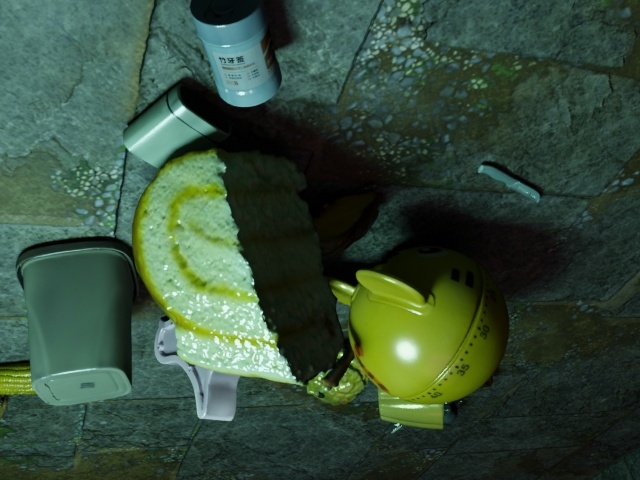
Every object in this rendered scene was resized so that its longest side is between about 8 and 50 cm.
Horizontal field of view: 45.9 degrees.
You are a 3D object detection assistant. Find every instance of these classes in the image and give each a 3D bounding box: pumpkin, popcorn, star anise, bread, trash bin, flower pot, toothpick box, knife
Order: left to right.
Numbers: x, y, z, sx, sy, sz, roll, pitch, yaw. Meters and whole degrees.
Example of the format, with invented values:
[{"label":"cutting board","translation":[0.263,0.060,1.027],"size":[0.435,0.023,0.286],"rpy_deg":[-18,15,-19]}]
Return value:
[{"label":"trash bin","translation":[-0.456,0.165,1.443],"size":[0.220,0.250,0.219],"rpy_deg":[-8,151,-7]},{"label":"trash bin","translation":[-0.229,-0.174,1.206],"size":[0.130,0.059,0.116],"rpy_deg":[-31,140,25]},{"label":"bread","translation":[-0.150,0.062,1.258],"size":[0.264,0.395,0.239],"rpy_deg":[-18,174,27]},{"label":"toothpick box","translation":[-0.115,-0.277,1.062],"size":[0.101,0.101,0.153],"rpy_deg":[-14,146,1]},{"label":"star anise","translation":[-0.038,0.176,1.549],"size":[0.148,0.346,0.237],"rpy_deg":[34,102,-37]},{"label":"pumpkin","translation":[0.000,0.000,1.431],"size":[0.254,0.149,0.130],"rpy_deg":[-5,132,-6]},{"label":"popcorn","translation":[0.039,0.344,1.943],"size":[0.174,0.142,0.173],"rpy_deg":[-11,144,-8]},{"label":"flower pot","translation":[0.253,0.430,2.115],"size":[0.179,0.195,0.195],"rpy_deg":[-2,146,8]},{"label":"knife","translation":[0.387,-0.117,1.524],"size":[0.210,0.015,0.028],"rpy_deg":[19,127,-38]}]

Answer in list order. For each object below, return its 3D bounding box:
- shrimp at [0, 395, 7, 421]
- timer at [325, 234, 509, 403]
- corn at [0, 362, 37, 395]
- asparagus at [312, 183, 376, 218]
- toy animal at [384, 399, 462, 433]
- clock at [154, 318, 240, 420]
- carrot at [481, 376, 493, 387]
[{"label":"shrimp","translation":[-0.824,0.413,1.862],"size":[0.099,0.041,0.180],"rpy_deg":[26,132,-23]},{"label":"timer","translation":[0.195,0.153,1.592],"size":[0.387,0.376,0.376],"rpy_deg":[32,130,-14]},{"label":"corn","translation":[-0.664,0.321,1.741],"size":[0.231,0.080,0.080],"rpy_deg":[-2,144,-17]},{"label":"asparagus","translation":[0.040,-0.074,1.473],"size":[0.163,0.016,0.016],"rpy_deg":[-31,115,23]},{"label":"toy animal","translation":[0.316,0.543,2.365],"size":[0.270,0.082,0.137],"rpy_deg":[-18,144,6]},{"label":"clock","translation":[-0.239,0.243,1.593],"size":[0.080,0.290,0.275],"rpy_deg":[20,138,-40]},{"label":"carrot","translation":[0.416,0.358,2.156],"size":[0.066,0.066,0.314],"rpy_deg":[-27,142,19]}]
